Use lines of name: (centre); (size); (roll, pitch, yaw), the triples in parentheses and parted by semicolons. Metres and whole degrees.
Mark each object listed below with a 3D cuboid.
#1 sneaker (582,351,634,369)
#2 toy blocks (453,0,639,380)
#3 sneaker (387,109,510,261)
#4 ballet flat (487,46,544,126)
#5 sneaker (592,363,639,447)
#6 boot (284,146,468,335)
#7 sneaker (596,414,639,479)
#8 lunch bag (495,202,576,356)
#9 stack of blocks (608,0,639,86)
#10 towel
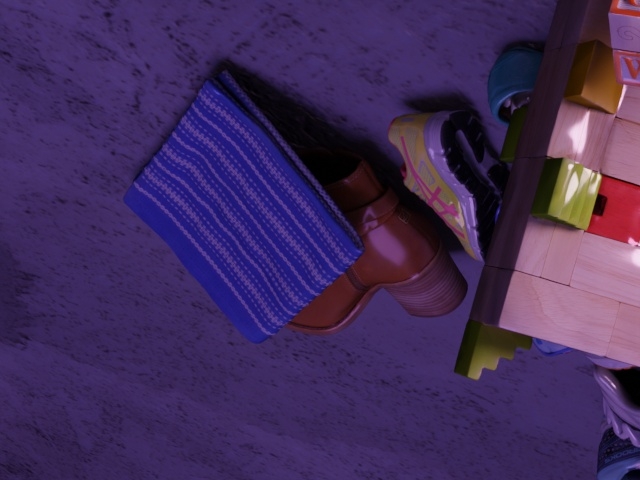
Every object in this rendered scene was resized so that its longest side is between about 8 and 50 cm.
sneaker: (0.336, 0.041, 1.971); (0.121, 0.099, 0.262); (40, 140, -16)
toy blocks: (0.295, -0.033, 1.640); (0.261, 0.381, 0.191); (17, 178, -10)
sneaker: (0.130, -0.060, 1.954); (0.094, 0.081, 0.208); (11, 143, 34)
ballet flat: (0.267, -0.108, 1.755); (0.247, 0.087, 0.083); (13, 150, 15)
sneaker: (0.410, 0.195, 2.077); (0.292, 0.110, 0.118); (22, 158, 39)
boot: (0.000, 0.000, 2.109); (0.283, 0.109, 0.220); (1, 141, 45)
sneaker: (0.453, 0.279, 2.244); (0.283, 0.122, 0.110); (13, 151, 16)
lunch bag: (0.275, 0.011, 1.879); (0.219, 0.090, 0.176); (-15, 90, 49)
stack of blocks: (0.383, -0.187, 1.454); (0.297, 0.171, 0.087); (10, 149, 20)
towel: (-0.091, -0.023, 2.093); (0.243, 0.040, 0.336); (50, 152, 2)
